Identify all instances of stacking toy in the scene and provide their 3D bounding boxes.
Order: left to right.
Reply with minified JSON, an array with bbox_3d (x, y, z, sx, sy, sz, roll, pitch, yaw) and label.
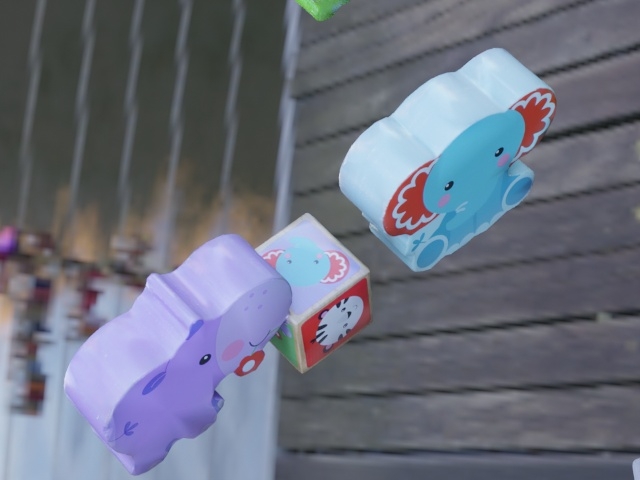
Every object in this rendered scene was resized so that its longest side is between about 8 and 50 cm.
[{"bbox_3d":[0.000,0.000,0.433,0.167,0.221,0.052,42,157,28],"label":"stacking toy"}]

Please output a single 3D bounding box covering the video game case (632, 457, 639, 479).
[{"bbox_3d":[0.273,0.129,1.070,0.212,0.193,0.023,-42,-65,-81],"label":"video game case"}]
